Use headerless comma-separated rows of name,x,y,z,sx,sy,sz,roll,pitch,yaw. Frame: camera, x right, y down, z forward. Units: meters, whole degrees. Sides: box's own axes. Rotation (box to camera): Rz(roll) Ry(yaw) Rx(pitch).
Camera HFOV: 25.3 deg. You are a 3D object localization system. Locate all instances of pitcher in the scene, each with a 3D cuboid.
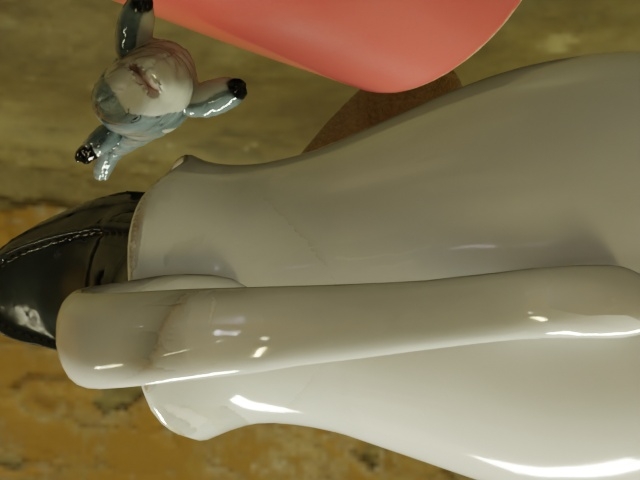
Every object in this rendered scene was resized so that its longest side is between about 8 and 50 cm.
pitcher,0.046,0.014,0.379,0.207,0.125,0.178,-3,-175,8

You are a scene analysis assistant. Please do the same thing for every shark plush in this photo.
shark plush,-0.105,-0.068,0.724,0.073,0.067,0.161,47,157,-14

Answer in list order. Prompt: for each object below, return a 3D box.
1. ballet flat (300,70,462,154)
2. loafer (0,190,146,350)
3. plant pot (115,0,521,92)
ballet flat,0.000,0.000,1.115,0.116,0.342,0.124,47,-179,-21
loafer,-0.069,0.018,0.632,0.223,0.076,0.078,-5,-166,29
plant pot,-0.009,-0.222,0.815,0.243,0.275,0.275,28,156,-37
